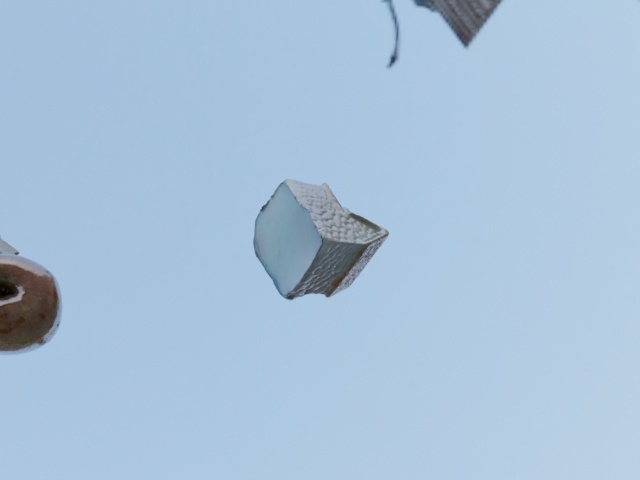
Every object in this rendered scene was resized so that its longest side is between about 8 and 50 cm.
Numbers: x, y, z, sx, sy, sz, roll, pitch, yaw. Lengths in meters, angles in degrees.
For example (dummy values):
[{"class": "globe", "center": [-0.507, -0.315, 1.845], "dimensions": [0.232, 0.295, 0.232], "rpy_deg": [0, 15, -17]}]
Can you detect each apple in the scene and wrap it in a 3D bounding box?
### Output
[{"class": "apple", "center": [-0.241, 0.052, 0.724], "dimensions": [0.084, 0.084, 0.071], "rpy_deg": [-20, -24, -29]}]

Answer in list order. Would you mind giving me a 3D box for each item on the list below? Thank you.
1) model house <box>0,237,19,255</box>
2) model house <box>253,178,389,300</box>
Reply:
[{"class": "model house", "center": [-0.300, 0.047, 0.848], "dimensions": [0.057, 0.058, 0.083], "rpy_deg": [38, -66, -3]}, {"class": "model house", "center": [0.000, 0.000, 0.947], "dimensions": [0.100, 0.101, 0.088], "rpy_deg": [4, -49, -41]}]
